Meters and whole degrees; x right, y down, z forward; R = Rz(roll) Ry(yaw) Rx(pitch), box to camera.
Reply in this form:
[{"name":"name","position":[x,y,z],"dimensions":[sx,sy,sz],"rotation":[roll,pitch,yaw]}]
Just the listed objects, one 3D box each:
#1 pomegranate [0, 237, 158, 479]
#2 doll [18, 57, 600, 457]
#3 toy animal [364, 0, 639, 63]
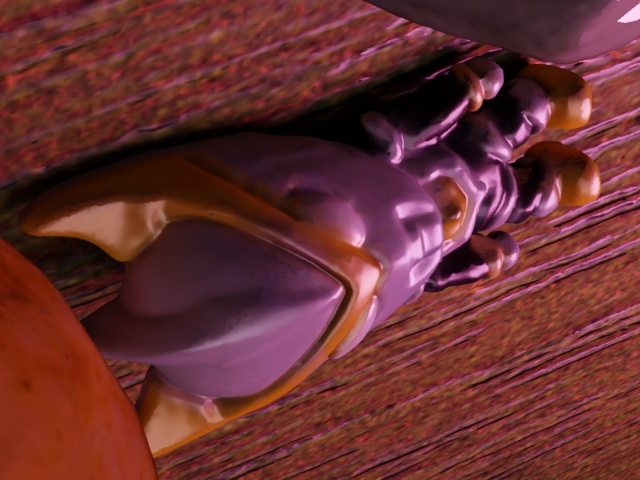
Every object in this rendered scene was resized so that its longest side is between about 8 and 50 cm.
[{"name":"pomegranate","position":[-0.244,0.136,0.564],"dimensions":[0.410,0.410,0.410],"rotation":[-23,150,-14]},{"name":"doll","position":[0.001,0.004,0.812],"dimensions":[0.316,0.103,0.145],"rotation":[-25,147,-21]},{"name":"toy animal","position":[0.033,-0.258,0.329],"dimensions":[0.344,0.302,0.194],"rotation":[-49,161,-17]}]
